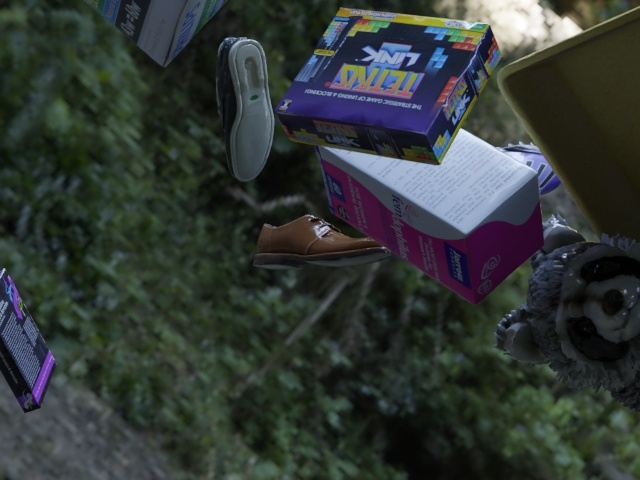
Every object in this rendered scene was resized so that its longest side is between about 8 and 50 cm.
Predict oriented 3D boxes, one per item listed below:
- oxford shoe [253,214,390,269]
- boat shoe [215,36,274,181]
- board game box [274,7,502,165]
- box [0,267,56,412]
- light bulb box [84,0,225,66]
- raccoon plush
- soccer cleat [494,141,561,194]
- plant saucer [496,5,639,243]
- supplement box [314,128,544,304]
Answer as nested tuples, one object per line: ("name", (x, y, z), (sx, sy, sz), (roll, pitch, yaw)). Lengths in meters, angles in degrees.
("oxford shoe", (0.000, 0.000, 2.034), (0.212, 0.076, 0.076), (0, -11, 29))
("boat shoe", (-0.128, -0.213, 2.371), (0.079, 0.084, 0.233), (19, -63, 50))
("board game box", (0.063, -0.148, 1.375), (0.170, 0.141, 0.048), (11, -33, 33))
("box", (-0.406, 0.132, 1.941), (0.116, 0.029, 0.162), (-85, 155, -65))
("light bulb box", (-0.152, -0.476, 1.927), (0.225, 0.361, 0.358), (40, -20, -1))
("raccoon plush", (0.359, 0.149, 1.645), (0.299, 0.216, 0.446), (16, -28, 17))
("soccer cleat", (0.227, -0.066, 2.000), (0.108, 0.318, 0.116), (-34, -114, 41))
("plant saucer", (0.404, -0.133, 1.524), (0.332, 0.081, 0.333), (-22, -59, 28))
("supplement box", (0.112, -0.050, 1.507), (0.220, 0.114, 0.111), (32, -29, 36))
